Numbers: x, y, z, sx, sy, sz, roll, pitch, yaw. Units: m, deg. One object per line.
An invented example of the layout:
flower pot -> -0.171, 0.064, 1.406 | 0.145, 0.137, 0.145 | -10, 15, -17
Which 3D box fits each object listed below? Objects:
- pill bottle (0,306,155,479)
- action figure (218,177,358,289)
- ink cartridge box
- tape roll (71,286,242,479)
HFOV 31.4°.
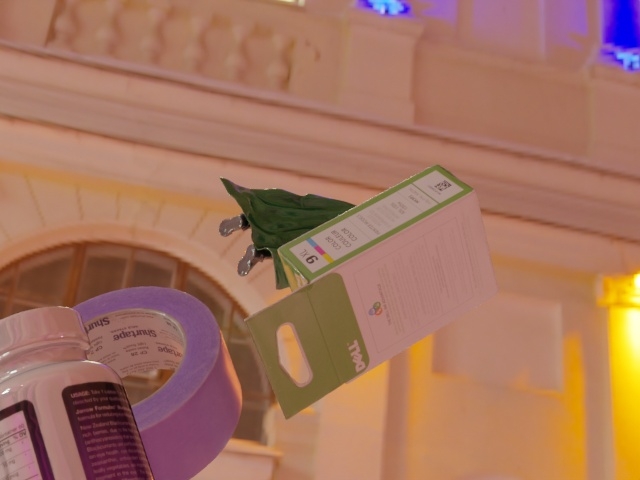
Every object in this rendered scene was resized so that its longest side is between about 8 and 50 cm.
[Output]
pill bottle -> -0.173, 0.148, 0.768 | 0.108, 0.193, 0.108 | -19, -21, -7
action figure -> 0.000, 0.000, 1.205 | 0.232, 0.137, 0.063 | 1, -33, -46
ink cartridge box -> 0.034, 0.038, 0.900 | 0.209, 0.062, 0.109 | -29, -53, -15
tape roll -> -0.169, 0.132, 1.001 | 0.189, 0.189, 0.080 | -3, -50, 14
